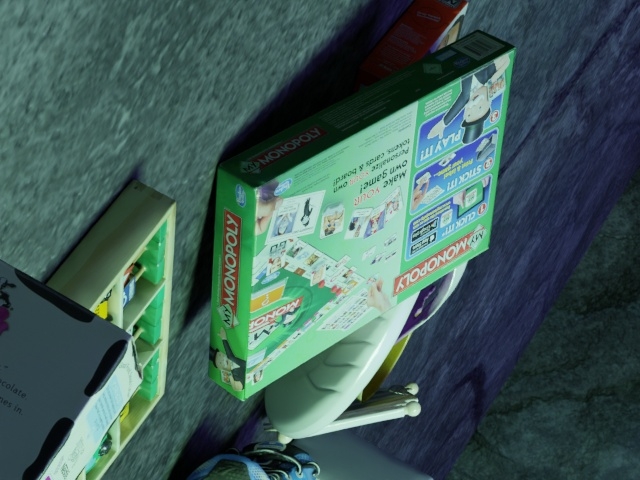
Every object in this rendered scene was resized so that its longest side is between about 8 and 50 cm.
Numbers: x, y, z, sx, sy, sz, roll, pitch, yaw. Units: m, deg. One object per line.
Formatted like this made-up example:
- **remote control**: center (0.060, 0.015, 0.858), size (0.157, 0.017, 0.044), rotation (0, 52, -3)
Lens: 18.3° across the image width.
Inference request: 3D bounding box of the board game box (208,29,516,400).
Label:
- **board game box**: center (0.037, -0.025, 1.650), size (0.317, 0.046, 0.213), rotation (-30, 139, -39)

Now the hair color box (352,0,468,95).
- **hair color box**: center (0.080, -0.163, 1.800), size (0.141, 0.043, 0.072), rotation (-52, 164, -39)

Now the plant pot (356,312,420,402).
- **plant pot**: center (0.035, 0.086, 2.045), size (0.134, 0.095, 0.134), rotation (-56, 166, -22)

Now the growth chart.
- **growth chart**: center (0.025, 0.180, 2.104), size (0.237, 0.172, 0.021), rotation (-92, 170, -89)

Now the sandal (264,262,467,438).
- **sandal**: center (0.087, 0.018, 1.923), size (0.416, 0.102, 0.169), rotation (-61, -152, -5)

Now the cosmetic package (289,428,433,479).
- **cosmetic package**: center (-0.052, 0.462, 2.368), size (0.453, 0.161, 0.230), rotation (-65, 167, 13)

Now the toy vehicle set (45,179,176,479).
- **toy vehicle set**: center (-0.165, 0.094, 1.402), size (0.166, 0.035, 0.267), rotation (-54, 166, -31)

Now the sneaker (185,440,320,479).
- **sneaker**: center (-0.077, 0.258, 1.977), size (0.330, 0.130, 0.147), rotation (84, 20, -70)

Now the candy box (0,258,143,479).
- **candy box**: center (-0.215, 0.112, 0.961), size (0.233, 0.159, 0.071), rotation (-57, 168, -18)
